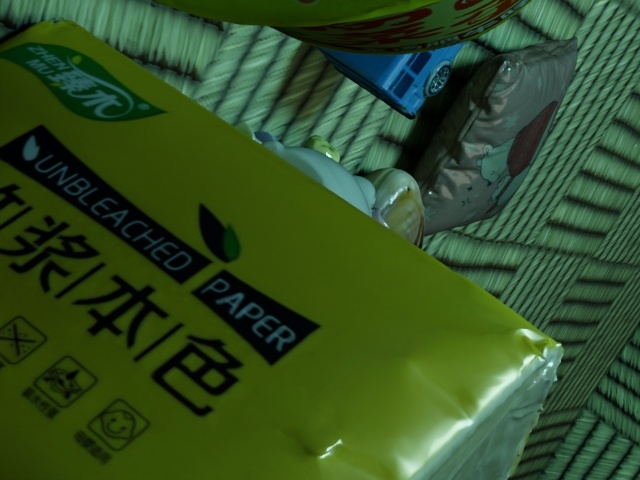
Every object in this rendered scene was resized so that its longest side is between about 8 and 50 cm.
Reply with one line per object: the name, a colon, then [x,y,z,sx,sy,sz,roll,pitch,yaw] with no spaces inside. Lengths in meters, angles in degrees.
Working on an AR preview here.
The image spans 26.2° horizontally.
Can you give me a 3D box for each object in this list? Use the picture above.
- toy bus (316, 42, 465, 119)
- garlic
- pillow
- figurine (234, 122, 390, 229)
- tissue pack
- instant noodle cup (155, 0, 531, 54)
toy bus: [0.084,-0.202,1.107,0.184,0.090,0.106,-55,155,3]
garlic: [0.049,0.015,1.314,0.099,0.124,0.174,19,100,-35]
pillow: [0.174,-0.104,1.421,0.223,0.084,0.236,-14,138,-58]
figurine: [0.000,0.000,1.143,0.127,0.155,0.235,-46,156,5]
tissue pack: [-0.114,0.085,0.755,0.293,0.382,0.228,-38,149,-33]
instant noodle cup: [0.019,-0.218,0.601,0.311,0.311,0.221,-55,169,2]
